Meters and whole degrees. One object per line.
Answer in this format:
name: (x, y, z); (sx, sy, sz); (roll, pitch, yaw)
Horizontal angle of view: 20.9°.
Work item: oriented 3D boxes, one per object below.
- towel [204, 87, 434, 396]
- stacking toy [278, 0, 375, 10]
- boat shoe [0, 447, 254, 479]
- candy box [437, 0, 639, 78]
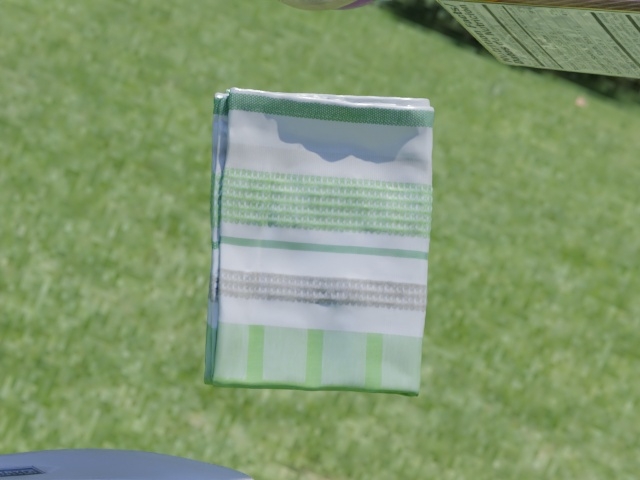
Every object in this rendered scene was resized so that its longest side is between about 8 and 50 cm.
towel: (0.000, 0.000, 0.866); (0.113, 0.152, 0.023); (3, -6, -5)
stacking toy: (0.068, -0.243, 1.391); (0.141, 0.141, 0.330); (27, 14, 24)
boat shoe: (-0.210, 0.247, 1.303); (0.341, 0.158, 0.127); (3, 5, -32)
candy box: (0.231, -0.182, 0.959); (0.316, 0.183, 0.087); (13, -19, 48)
